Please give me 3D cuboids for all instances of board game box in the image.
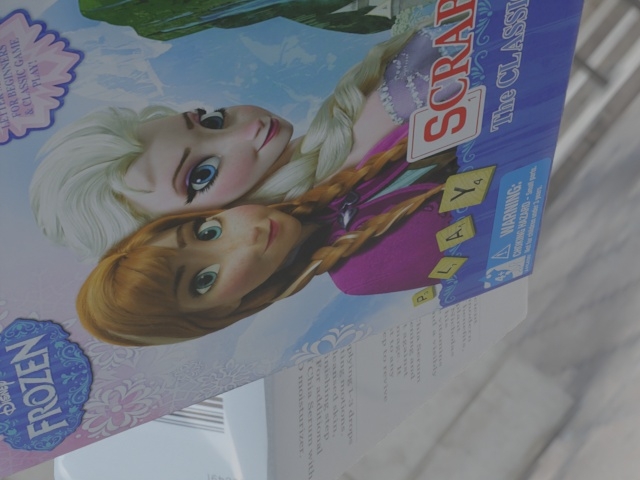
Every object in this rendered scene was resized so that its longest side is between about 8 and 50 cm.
[{"bbox_3d":[-0.038,-0.045,0.726,0.318,0.066,0.318,-20,-34,-14],"label":"board game box"}]

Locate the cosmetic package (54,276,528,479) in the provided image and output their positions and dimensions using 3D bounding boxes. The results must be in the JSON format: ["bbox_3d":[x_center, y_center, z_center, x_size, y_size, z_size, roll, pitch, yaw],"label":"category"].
[{"bbox_3d":[0.000,0.000,1.128,0.453,0.162,0.230,-27,-60,-60],"label":"cosmetic package"}]
